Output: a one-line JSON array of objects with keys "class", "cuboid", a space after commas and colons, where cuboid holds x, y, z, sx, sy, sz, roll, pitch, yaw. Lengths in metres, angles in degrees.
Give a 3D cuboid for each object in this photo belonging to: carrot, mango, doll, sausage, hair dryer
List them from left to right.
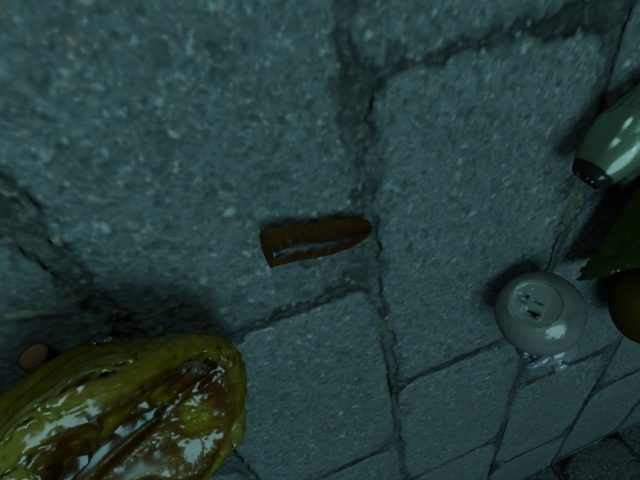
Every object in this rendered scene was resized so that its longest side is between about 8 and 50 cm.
[{"class": "sausage", "cuboid": [-0.316, 0.173, 0.561, 0.034, 0.034, 0.130, -17, 137, -12]}, {"class": "carrot", "cuboid": [0.000, 0.000, 0.552, 0.139, 0.048, 0.048, -9, 134, -21]}, {"class": "doll", "cuboid": [0.410, 0.160, 0.848, 0.150, 0.151, 0.287, -37, 140, 9]}, {"class": "hair dryer", "cuboid": [0.451, -0.163, 0.621, 0.224, 0.088, 0.219, -1, 127, -44]}, {"class": "mango", "cuboid": [0.691, 0.115, 0.929, 0.211, 0.173, 0.317, -42, 148, 6]}]

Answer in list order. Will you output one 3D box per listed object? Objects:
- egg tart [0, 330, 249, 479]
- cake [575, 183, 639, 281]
[{"class": "egg tart", "cuboid": [-0.243, 0.232, 0.530, 0.339, 0.153, 0.352, 16, 110, -53]}, {"class": "cake", "cuboid": [0.558, -0.003, 0.721, 0.157, 0.172, 0.284, -18, 140, -31]}]
